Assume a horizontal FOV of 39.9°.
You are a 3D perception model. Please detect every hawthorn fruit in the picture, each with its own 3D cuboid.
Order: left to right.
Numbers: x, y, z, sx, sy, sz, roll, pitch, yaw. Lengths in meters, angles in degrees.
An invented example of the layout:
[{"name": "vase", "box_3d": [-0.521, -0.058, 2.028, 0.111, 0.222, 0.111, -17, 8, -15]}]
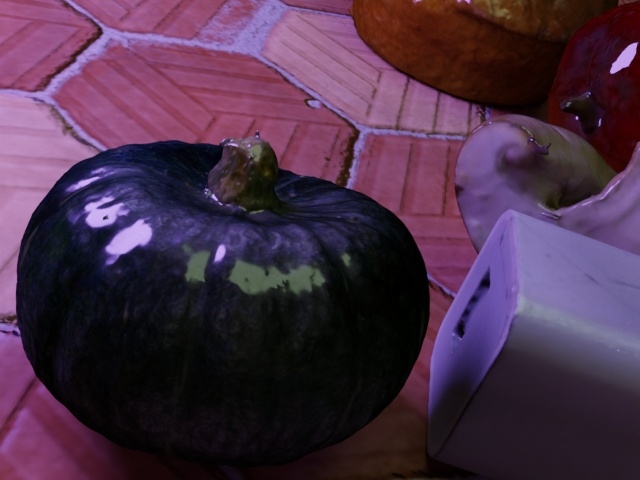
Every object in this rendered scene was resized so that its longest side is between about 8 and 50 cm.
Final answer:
[{"name": "hawthorn fruit", "box_3d": [0.315, -0.129, 0.841, 0.250, 0.215, 0.215, -11, 45, -26]}]

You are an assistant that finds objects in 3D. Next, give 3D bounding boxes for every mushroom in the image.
[{"name": "mushroom", "box_3d": [0.225, -0.001, 0.660, 0.286, 0.156, 0.151, 36, 22, -1]}]

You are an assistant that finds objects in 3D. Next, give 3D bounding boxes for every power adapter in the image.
[{"name": "power adapter", "box_3d": [0.180, 0.086, 0.519, 0.205, 0.130, 0.125, 20, 33, -4]}]

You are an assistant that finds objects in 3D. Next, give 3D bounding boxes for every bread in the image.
[{"name": "bread", "box_3d": [0.183, -0.279, 1.000, 0.312, 0.172, 0.312, 13, 39, -11]}]

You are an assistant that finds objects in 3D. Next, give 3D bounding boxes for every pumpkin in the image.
[{"name": "pumpkin", "box_3d": [-0.048, 0.022, 0.457, 0.212, 0.152, 0.211, 18, 29, -11]}]
